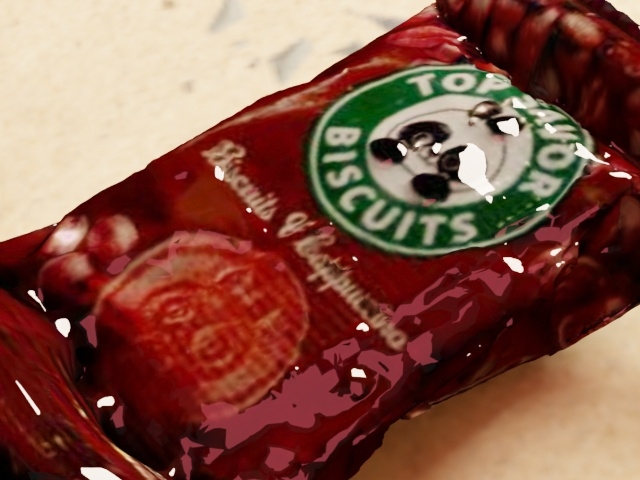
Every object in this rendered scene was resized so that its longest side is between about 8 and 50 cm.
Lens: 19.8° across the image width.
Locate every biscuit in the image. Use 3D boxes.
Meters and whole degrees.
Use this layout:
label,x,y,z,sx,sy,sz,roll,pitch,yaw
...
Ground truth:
label,x,y,z,sx,sy,sz,roll,pitch,yaw
biscuit,0.003,0.004,0.497,0.235,0.063,0.151,-30,52,-15
